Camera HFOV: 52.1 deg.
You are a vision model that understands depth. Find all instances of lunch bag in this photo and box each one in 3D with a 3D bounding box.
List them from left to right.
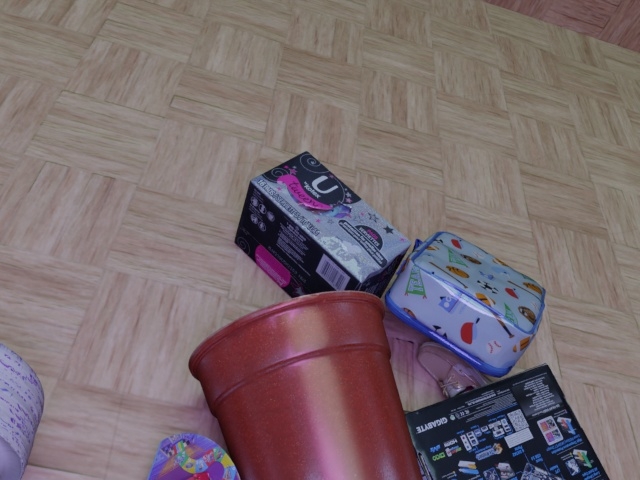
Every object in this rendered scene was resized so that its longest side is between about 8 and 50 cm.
[{"bbox_3d":[0.239,0.089,1.082,0.243,0.115,0.303,30,19,13],"label":"lunch bag"}]

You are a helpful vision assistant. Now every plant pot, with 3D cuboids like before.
[{"bbox_3d":[-0.001,0.243,0.819,0.272,0.272,0.265,-6,60,-26],"label":"plant pot"}]

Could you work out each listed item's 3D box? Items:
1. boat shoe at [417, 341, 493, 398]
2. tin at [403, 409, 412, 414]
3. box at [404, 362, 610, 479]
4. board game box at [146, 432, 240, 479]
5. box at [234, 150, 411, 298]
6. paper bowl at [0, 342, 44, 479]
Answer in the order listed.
[{"bbox_3d":[0.223,0.228,1.041,0.170,0.063,0.059,36,41,11],"label":"boat shoe"},{"bbox_3d":[0.118,0.329,0.929,0.106,0.040,0.189,15,46,-2],"label":"tin"},{"bbox_3d":[0.270,0.348,0.908,0.295,0.073,0.293,-10,65,-30],"label":"box"},{"bbox_3d":[-0.165,0.310,0.752,0.133,0.033,0.168,16,84,29],"label":"board game box"},{"bbox_3d":[0.000,0.000,1.089,0.247,0.163,0.142,42,50,17],"label":"box"},{"bbox_3d":[-0.440,0.198,0.652,0.284,0.284,0.148,11,47,-12],"label":"paper bowl"}]
